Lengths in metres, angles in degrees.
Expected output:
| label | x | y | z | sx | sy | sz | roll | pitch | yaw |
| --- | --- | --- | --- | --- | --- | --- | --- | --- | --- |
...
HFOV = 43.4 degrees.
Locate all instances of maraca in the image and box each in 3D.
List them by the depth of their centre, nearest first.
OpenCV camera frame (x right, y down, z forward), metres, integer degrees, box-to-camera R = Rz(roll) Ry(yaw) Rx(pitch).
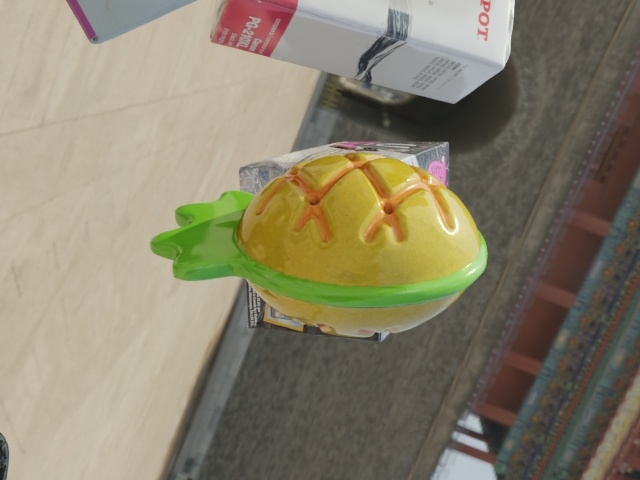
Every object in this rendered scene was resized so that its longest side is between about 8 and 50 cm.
| label | x | y | z | sx | sy | sz | roll | pitch | yaw |
| --- | --- | --- | --- | --- | --- | --- | --- | --- | --- |
| maraca | 0.000 | 0.000 | 0.455 | 0.127 | 0.186 | 0.099 | -67 | 160 | -65 |

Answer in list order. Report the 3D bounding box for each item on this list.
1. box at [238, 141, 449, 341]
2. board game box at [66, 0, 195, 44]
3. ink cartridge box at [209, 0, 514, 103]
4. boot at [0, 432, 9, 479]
| label | x | y | z | sx | sy | sz | roll | pitch | yaw |
| --- | --- | --- | --- | --- | --- | --- | --- | --- | --- |
| box | 0.039 | -0.015 | 0.822 | 0.247 | 0.142 | 0.163 | -28 | 118 | -65 |
| board game box | -0.213 | -0.294 | 0.707 | 0.098 | 0.224 | 0.303 | -28 | -160 | -4 |
| ink cartridge box | 0.041 | -0.235 | 0.693 | 0.100 | 0.237 | 0.171 | 147 | -48 | -70 |
| boot | -0.389 | 0.322 | 0.805 | 0.178 | 0.085 | 0.236 | -41 | -144 | 39 |
